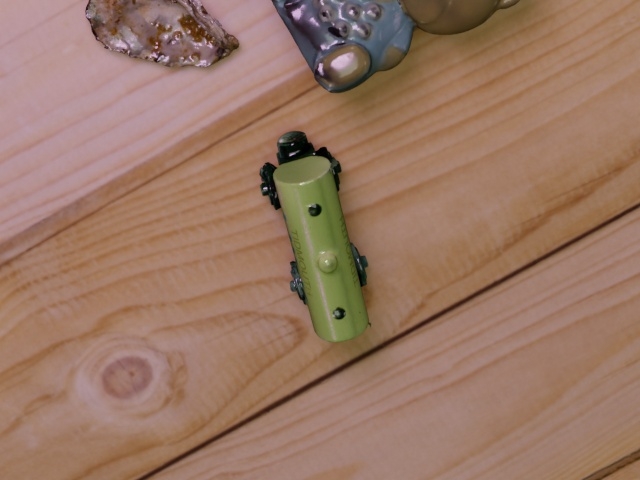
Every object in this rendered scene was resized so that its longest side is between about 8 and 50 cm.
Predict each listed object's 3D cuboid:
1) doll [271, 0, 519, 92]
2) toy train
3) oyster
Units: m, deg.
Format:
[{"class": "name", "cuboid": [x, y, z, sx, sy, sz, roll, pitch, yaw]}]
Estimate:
[{"class": "doll", "cuboid": [0.084, -0.285, 1.277, 0.261, 0.161, 0.177, -31, 92, 6]}, {"class": "toy train", "cuboid": [0.000, 0.000, 1.383, 0.105, 0.157, 0.253, -15, 113, -2]}, {"class": "oyster", "cuboid": [-0.174, -0.249, 1.310, 0.177, 0.056, 0.105, 12, 121, -13]}]
